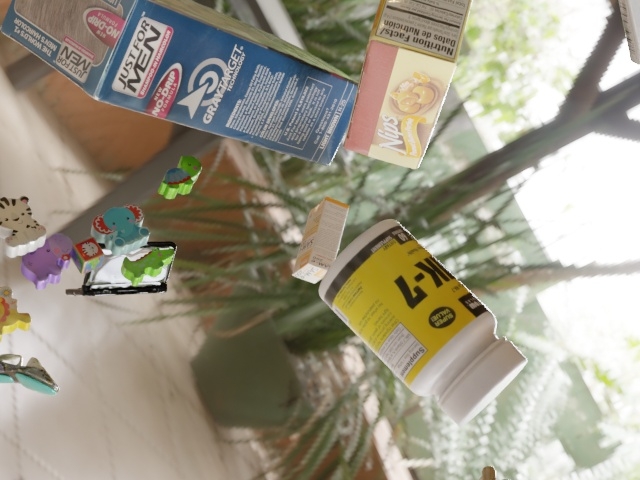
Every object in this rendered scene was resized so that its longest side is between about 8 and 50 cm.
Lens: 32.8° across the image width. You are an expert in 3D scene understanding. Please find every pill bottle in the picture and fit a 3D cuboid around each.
[{"bbox_3d":[0.108,0.087,1.143,0.208,0.119,0.119,45,0,16],"label":"pill bottle"}]

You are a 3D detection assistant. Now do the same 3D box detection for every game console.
[{"bbox_3d":[-0.269,0.038,1.457,0.107,0.122,0.071,-3,-92,56],"label":"game console"}]

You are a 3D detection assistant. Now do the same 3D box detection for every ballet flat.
[{"bbox_3d":[-0.357,0.155,1.295,0.041,0.114,0.041,8,90,-71],"label":"ballet flat"}]

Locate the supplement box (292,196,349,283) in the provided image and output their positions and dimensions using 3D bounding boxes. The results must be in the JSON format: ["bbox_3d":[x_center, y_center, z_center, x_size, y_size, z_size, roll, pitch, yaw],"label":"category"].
[{"bbox_3d":[0.000,0.000,1.420,0.062,0.036,0.098,-38,-146,62],"label":"supplement box"}]

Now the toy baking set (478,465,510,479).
[{"bbox_3d":[0.174,0.394,1.257,0.196,0.030,0.256,114,-8,-57],"label":"toy baking set"}]

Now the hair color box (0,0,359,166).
[{"bbox_3d":[-0.128,-0.185,1.120,0.174,0.105,0.347,35,14,35],"label":"hair color box"}]

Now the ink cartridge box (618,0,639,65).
[{"bbox_3d":[0.447,-0.340,1.252,0.045,0.224,0.223,-97,171,-72],"label":"ink cartridge box"}]

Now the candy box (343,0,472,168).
[{"bbox_3d":[0.110,-0.255,1.104,0.183,0.088,0.316,103,3,-61],"label":"candy box"}]

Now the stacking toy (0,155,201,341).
[{"bbox_3d":[-0.222,0.002,1.027,0.052,0.221,0.167,54,-36,18],"label":"stacking toy"}]
